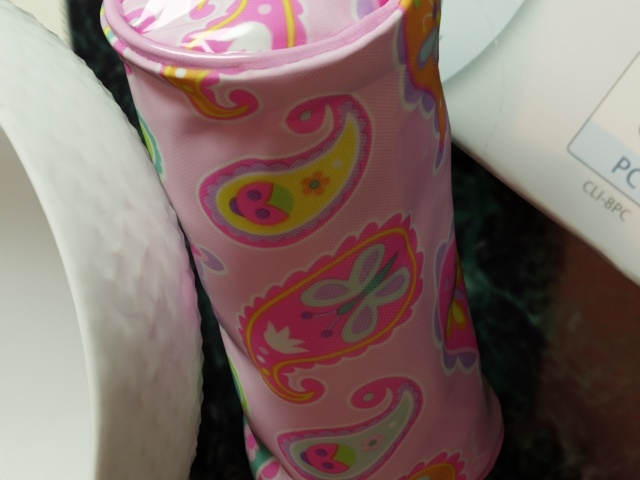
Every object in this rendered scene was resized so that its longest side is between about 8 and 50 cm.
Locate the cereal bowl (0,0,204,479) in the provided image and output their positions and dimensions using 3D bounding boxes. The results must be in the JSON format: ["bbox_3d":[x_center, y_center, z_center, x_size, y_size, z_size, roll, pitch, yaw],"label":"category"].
[{"bbox_3d":[-0.183,0.035,0.768,0.339,0.141,0.339,8,106,32],"label":"cereal bowl"}]

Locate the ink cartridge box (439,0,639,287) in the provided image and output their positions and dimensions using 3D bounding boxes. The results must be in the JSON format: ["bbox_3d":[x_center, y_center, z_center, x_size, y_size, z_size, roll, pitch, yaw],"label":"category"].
[{"bbox_3d":[0.138,-0.212,0.648,0.308,0.091,0.385,39,112,9],"label":"ink cartridge box"}]

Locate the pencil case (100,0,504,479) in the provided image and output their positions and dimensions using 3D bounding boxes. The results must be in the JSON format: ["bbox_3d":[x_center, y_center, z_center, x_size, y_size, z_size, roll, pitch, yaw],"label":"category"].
[{"bbox_3d":[0.000,0.000,0.660,0.124,0.124,0.284,7,139,19],"label":"pencil case"}]
